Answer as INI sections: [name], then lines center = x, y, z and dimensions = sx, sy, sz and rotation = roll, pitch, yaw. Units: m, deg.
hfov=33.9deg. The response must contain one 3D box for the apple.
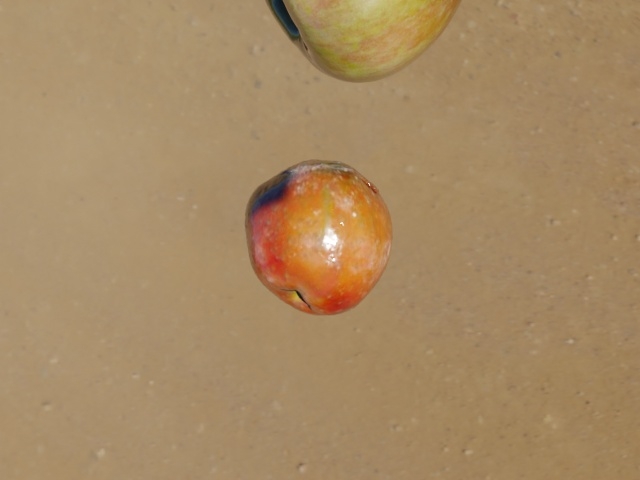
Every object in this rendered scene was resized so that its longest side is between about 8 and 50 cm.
[apple]
center = 0.051, -0.311, 1.166
dimensions = 0.234, 0.257, 0.256
rotation = -28, 66, -7

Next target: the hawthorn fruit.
[hawthorn fruit]
center = 0.000, 0.000, 1.155
dimensions = 0.173, 0.173, 0.172
rotation = -3, 85, 37
